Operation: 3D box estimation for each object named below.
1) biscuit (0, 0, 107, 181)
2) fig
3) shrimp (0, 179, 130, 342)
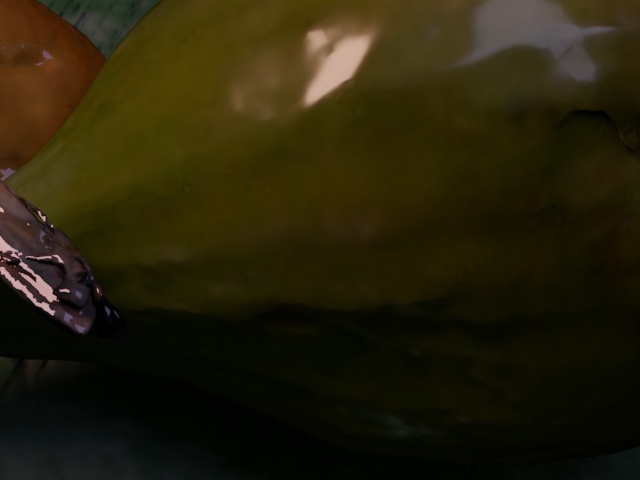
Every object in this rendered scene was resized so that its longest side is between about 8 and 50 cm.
[{"bbox_3d":[-0.189,-0.048,0.685,0.260,0.041,0.203,-11,58,-35],"label":"biscuit"},{"bbox_3d":[0.025,-0.013,0.643,0.314,0.233,0.233,-18,62,-41],"label":"fig"},{"bbox_3d":[-0.119,0.067,0.562,0.219,0.152,0.046,66,9,17],"label":"shrimp"}]
